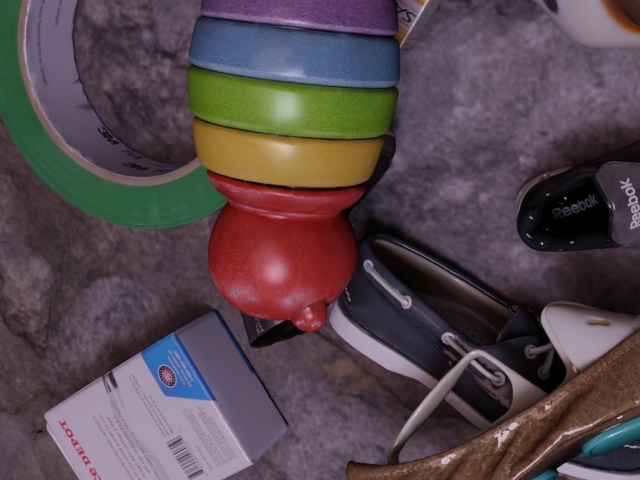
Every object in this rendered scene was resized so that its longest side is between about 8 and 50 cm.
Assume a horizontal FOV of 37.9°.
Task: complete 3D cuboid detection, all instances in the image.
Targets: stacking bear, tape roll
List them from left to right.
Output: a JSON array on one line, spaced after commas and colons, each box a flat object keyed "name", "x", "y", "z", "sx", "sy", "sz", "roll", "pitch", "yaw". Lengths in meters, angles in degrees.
[{"name": "tape roll", "x": -0.159, "y": -0.174, "z": 0.858, "sx": 0.321, "sy": 0.077, "sz": 0.321, "roll": 7, "pitch": 107, "yaw": 23}, {"name": "stacking bear", "x": -0.020, "y": -0.081, "z": 0.686, "sx": 0.175, "sy": 0.164, "sz": 0.289, "roll": 14, "pitch": 106, "yaw": 32}]

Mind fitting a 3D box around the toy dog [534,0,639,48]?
[{"name": "toy dog", "x": 0.212, "y": -0.325, "z": 0.574, "sx": 0.396, "sy": 0.284, "sz": 0.407, "roll": 7, "pitch": 109, "yaw": 3}]

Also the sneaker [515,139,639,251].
[{"name": "sneaker", "x": 0.249, "y": -0.040, "z": 0.697, "sx": 0.234, "sy": 0.106, "sz": 0.078, "roll": -21, "pitch": 96, "yaw": 27}]

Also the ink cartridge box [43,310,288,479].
[{"name": "ink cartridge box", "x": -0.160, "y": 0.186, "z": 0.951, "sx": 0.203, "sy": 0.086, "sz": 0.148, "roll": -32, "pitch": 90, "yaw": 28}]

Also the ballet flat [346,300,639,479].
[{"name": "ballet flat", "x": 0.162, "y": 0.123, "z": 0.684, "sx": 0.342, "sy": 0.116, "sz": 0.124, "roll": -33, "pitch": 67, "yaw": 9}]

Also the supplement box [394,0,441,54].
[{"name": "supplement box", "x": 0.069, "y": -0.211, "z": 0.769, "sx": 0.062, "sy": 0.036, "sz": 0.098, "roll": 37, "pitch": 116, "yaw": 11}]

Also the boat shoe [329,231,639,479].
[{"name": "boat shoe", "x": 0.147, "y": 0.093, "z": 0.776, "sx": 0.303, "sy": 0.114, "sz": 0.091, "roll": 25, "pitch": 119, "yaw": 15}]

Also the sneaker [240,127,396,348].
[{"name": "sneaker", "x": 0.000, "y": 0.000, "z": 0.810, "sx": 0.222, "sy": 0.083, "sz": 0.118, "roll": -42, "pitch": 56, "yaw": 36}]
